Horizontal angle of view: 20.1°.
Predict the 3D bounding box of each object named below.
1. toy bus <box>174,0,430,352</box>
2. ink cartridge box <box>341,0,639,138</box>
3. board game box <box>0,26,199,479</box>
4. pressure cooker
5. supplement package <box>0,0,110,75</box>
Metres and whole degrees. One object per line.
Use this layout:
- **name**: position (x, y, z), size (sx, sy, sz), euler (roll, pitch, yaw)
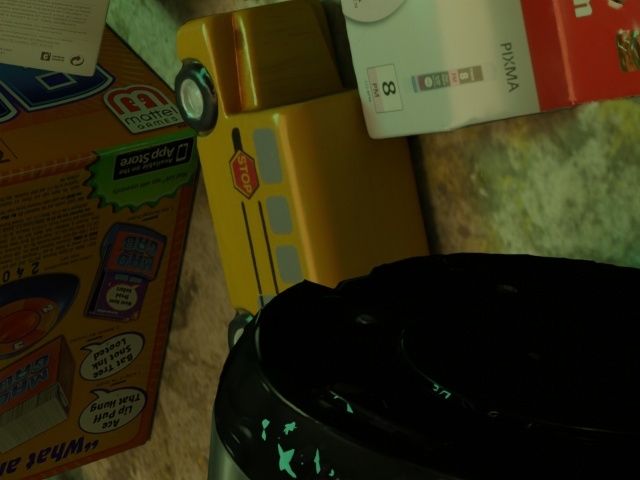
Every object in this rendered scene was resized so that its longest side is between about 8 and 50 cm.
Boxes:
- **toy bus**: position (0.000, 0.000, 1.242), size (0.130, 0.108, 0.332), euler (-3, 101, 55)
- **ink cartridge box**: position (0.095, -0.164, 1.091), size (0.232, 0.066, 0.189), euler (-2, 101, 59)
- **board game box**: position (-0.363, -0.012, 1.533), size (0.356, 0.357, 0.356), euler (44, 136, 36)
- **pressure cooker**: position (0.116, 0.249, 0.932), size (0.370, 0.375, 0.420), euler (18, 111, 32)
- **supplement package**: position (-0.240, -0.295, 1.331), size (0.198, 0.199, 0.262), euler (-96, 19, -47)
